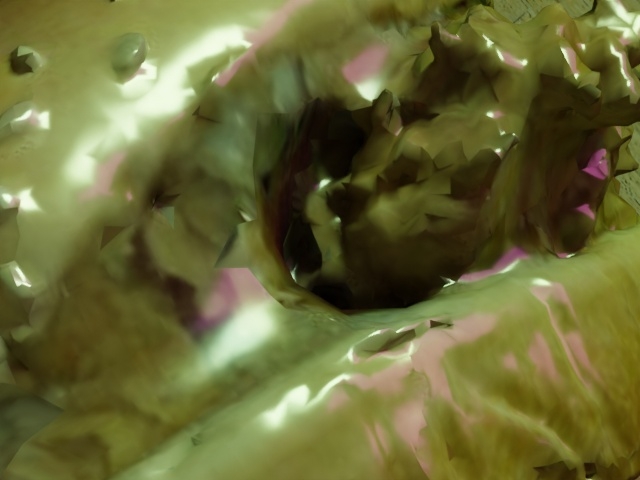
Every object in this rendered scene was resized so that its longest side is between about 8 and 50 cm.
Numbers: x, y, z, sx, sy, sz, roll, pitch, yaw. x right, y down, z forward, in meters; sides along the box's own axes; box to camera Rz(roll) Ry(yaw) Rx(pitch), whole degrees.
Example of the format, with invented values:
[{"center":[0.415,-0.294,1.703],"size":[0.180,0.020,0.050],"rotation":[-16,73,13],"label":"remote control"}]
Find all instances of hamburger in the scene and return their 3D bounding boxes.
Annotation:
[{"center":[0.000,0.000,0.552],"size":[0.268,0.287,0.445],"rotation":[58,9,5],"label":"hamburger"}]
